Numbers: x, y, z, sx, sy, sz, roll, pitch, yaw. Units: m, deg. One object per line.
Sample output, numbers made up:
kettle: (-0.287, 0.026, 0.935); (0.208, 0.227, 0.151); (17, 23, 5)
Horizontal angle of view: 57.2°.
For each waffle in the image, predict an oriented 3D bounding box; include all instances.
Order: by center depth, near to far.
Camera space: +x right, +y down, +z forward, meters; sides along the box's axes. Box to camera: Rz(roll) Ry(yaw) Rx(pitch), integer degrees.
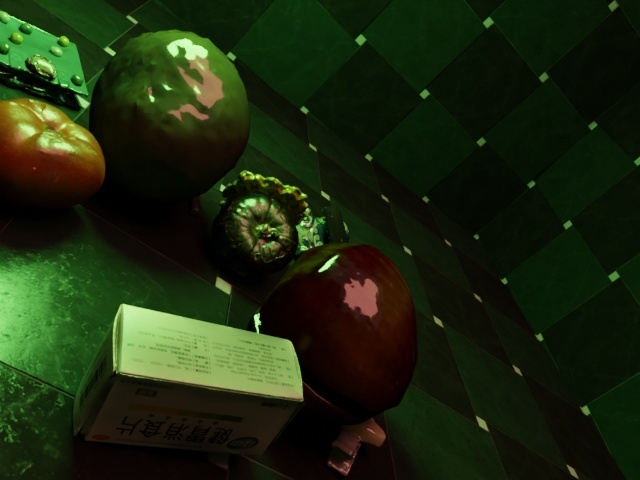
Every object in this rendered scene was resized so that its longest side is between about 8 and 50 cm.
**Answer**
waffle: (-0.164, -0.098, 1.686); (0.245, 0.254, 0.052); (22, 50, -15)

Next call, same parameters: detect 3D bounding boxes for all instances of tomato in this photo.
tomato: (-0.573, -0.169, 1.190); (0.259, 0.180, 0.260); (37, 19, -15)

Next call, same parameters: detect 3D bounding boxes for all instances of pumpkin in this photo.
pumpkin: (-0.170, -0.017, 1.562); (0.238, 0.159, 0.238); (14, 65, -31)

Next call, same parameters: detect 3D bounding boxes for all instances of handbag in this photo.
handbag: (-0.773, -0.501, 1.582); (0.268, 0.100, 0.274); (19, 31, -47)

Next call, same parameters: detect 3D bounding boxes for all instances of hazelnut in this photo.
hazelnut: (0.044, 0.187, 1.305); (0.402, 0.402, 0.429); (44, 9, 4)

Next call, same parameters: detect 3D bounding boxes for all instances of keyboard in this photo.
keyboard: (0.068, 0.042, 1.897); (0.106, 0.027, 0.317); (-14, 89, -58)

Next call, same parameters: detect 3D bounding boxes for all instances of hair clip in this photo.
hair clip: (0.063, 0.431, 1.324); (0.159, 0.071, 0.218); (33, 16, 11)

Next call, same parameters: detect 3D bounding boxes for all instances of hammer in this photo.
hammer: (-0.370, -0.160, 1.739); (0.125, 0.027, 0.297); (31, 25, -29)

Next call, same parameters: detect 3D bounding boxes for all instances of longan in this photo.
longan: (-0.374, -0.297, 1.476); (0.404, 0.404, 0.436); (21, 60, -43)

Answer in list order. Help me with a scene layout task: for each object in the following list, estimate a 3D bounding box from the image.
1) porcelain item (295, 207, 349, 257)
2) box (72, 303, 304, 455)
porcelain item: (0.000, 0.000, 1.937); (0.288, 0.138, 0.186); (5, 53, -56)
box: (-0.214, 0.242, 0.975); (0.332, 0.173, 0.145); (17, 31, -28)
